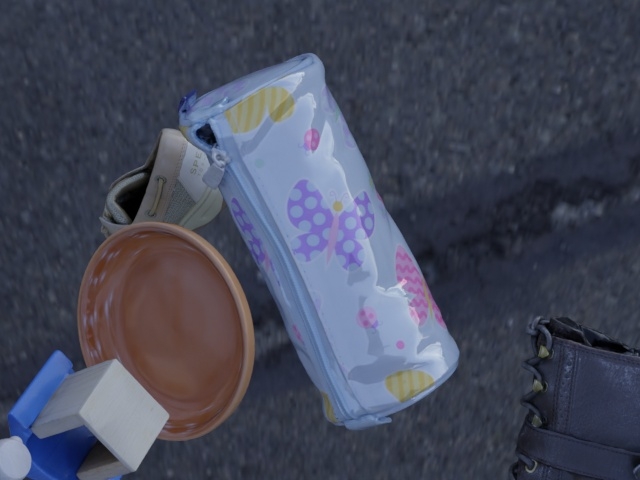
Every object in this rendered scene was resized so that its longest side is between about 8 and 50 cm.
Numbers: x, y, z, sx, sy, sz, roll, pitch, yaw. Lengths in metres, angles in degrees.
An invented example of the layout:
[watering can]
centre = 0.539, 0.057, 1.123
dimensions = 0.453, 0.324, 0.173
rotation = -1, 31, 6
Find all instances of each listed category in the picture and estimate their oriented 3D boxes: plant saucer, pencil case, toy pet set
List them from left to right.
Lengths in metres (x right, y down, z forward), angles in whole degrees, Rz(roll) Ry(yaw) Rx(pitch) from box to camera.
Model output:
[toy pet set]
centre = -0.126, 0.100, 0.768
dimensions = 0.122, 0.065, 0.114
rotation = 50, 46, -20
[plant saucer]
centre = -0.135, 0.080, 1.601
dimensions = 0.200, 0.200, 0.037
rotation = 49, 32, 19
[pencil case]
centre = 0.000, 0.000, 1.291
dimensions = 0.113, 0.124, 0.273
rotation = -21, 106, 22

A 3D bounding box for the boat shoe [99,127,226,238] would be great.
[boat shoe]
centre = -0.182, -0.034, 1.872
dimensions = 0.098, 0.302, 0.109
rotation = 17, 61, -20

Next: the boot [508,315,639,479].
[boot]
centre = 0.132, 0.158, 1.121
dimensions = 0.263, 0.091, 0.229
rotation = 7, 100, 6
